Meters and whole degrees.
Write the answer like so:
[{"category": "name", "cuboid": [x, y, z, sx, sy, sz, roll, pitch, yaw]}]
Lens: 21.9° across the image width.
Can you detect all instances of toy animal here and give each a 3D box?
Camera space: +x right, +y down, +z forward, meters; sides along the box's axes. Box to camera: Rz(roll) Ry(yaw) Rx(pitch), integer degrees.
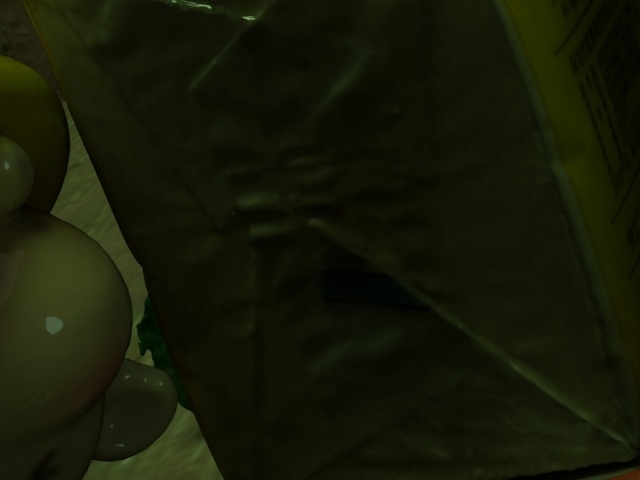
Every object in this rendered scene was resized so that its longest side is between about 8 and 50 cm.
[{"category": "toy animal", "cuboid": [-0.224, 0.063, 0.648, 0.345, 0.247, 0.277, -18, 0, -18]}]

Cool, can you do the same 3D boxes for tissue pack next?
[{"category": "tissue pack", "cuboid": [0.059, -0.083, 0.832, 0.228, 0.293, 0.382, -13, 19, 23]}]

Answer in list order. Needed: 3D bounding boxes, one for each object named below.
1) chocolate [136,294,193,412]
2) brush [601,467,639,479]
[{"category": "chocolate", "cuboid": [0.000, 0.000, 1.026, 0.110, 0.110, 0.291, -17, 15, 31]}, {"category": "brush", "cuboid": [0.172, 0.084, 0.499, 0.323, 0.070, 0.051, -22, 19, 13]}]
